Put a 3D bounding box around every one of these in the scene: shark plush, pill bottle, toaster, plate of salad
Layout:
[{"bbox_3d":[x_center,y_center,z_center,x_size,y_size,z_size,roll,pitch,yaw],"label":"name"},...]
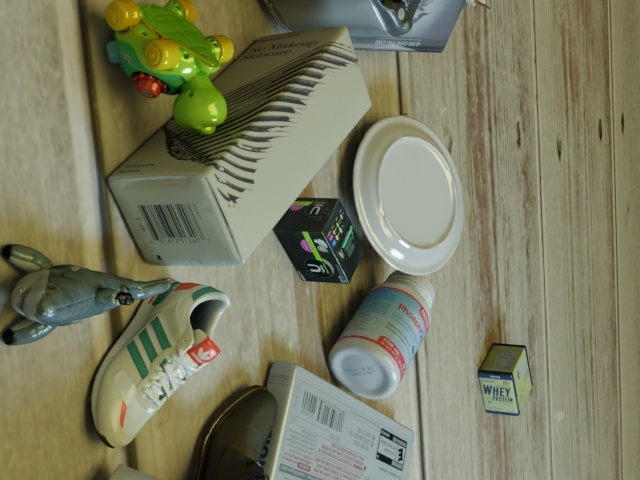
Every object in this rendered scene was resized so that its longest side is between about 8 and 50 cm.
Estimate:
[{"bbox_3d":[-0.172,0.049,0.720,0.161,0.067,0.073,21,73,-58],"label":"shark plush"},{"bbox_3d":[0.079,0.106,1.129,0.160,0.087,0.087,-53,134,-45],"label":"pill bottle"},{"bbox_3d":[0.006,-0.300,0.936,0.227,0.146,0.129,58,43,-44],"label":"toaster"},{"bbox_3d":[0.106,-0.055,1.172,0.199,0.048,0.200,9,77,-40],"label":"plate of salad"}]

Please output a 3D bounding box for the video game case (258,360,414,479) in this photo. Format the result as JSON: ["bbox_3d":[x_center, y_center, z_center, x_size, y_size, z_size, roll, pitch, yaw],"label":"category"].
[{"bbox_3d":[0.006,0.324,1.064,0.329,0.036,0.300,40,57,-54],"label":"video game case"}]

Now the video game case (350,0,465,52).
[{"bbox_3d":[0.127,-0.342,1.076,0.196,0.026,0.274,-9,132,-44],"label":"video game case"}]

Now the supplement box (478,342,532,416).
[{"bbox_3d":[0.301,0.225,1.538,0.083,0.056,0.083,-48,131,-48],"label":"supplement box"}]

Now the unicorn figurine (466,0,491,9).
[{"bbox_3d":[0.226,-0.395,1.405,0.111,0.060,0.162,-1,76,-59],"label":"unicorn figurine"}]

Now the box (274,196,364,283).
[{"bbox_3d":[0.000,0.000,1.016,0.083,0.062,0.052,61,43,-40],"label":"box"}]

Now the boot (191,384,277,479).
[{"bbox_3d":[-0.065,0.225,0.868,0.219,0.106,0.082,-59,138,-40],"label":"boot"}]

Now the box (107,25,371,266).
[{"bbox_3d":[-0.062,-0.092,0.864,0.275,0.113,0.094,-56,135,-45],"label":"box"}]

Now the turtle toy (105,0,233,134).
[{"bbox_3d":[-0.121,-0.144,0.776,0.095,0.130,0.066,-21,153,-54],"label":"turtle toy"}]

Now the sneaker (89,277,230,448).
[{"bbox_3d":[-0.128,0.099,0.788,0.057,0.075,0.161,61,42,-40],"label":"sneaker"}]

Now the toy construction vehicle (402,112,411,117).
[{"bbox_3d":[0.123,-0.112,1.248,0.086,0.035,0.098,-50,132,-47],"label":"toy construction vehicle"}]

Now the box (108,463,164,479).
[{"bbox_3d":[-0.123,0.272,0.672,0.233,0.159,0.044,-59,166,-60],"label":"box"}]
